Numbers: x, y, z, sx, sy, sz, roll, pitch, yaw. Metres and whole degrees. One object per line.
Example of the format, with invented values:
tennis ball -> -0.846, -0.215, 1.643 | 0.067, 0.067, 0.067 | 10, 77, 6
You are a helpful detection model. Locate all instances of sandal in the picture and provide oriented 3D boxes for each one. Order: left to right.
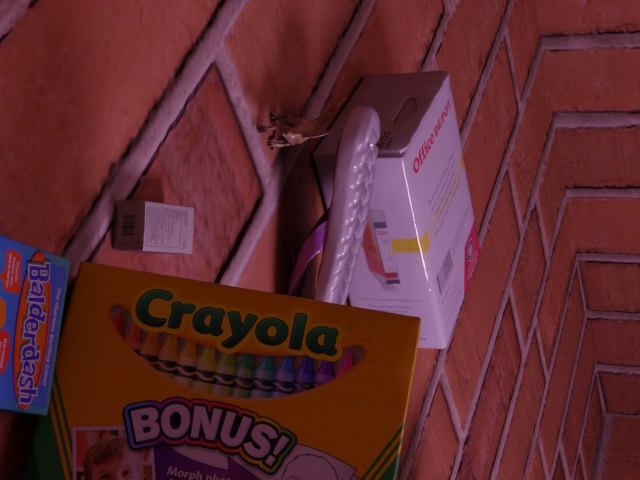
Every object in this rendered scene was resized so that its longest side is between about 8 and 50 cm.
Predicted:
sandal -> 0.003, -0.001, 1.814 | 0.169, 0.102, 0.416 | -22, 126, -77

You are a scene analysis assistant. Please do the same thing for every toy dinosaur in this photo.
toy dinosaur -> -0.028, -0.156, 1.735 | 0.183, 0.092, 0.053 | -43, 130, -59

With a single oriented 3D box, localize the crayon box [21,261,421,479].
crayon box -> -0.101, 0.208, 1.238 | 0.106, 0.362, 0.313 | 86, 14, -70

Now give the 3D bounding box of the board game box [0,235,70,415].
board game box -> -0.318, 0.073, 1.132 | 0.210, 0.047, 0.160 | 29, 65, -65

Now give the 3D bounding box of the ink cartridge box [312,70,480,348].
ink cartridge box -> 0.139, -0.054, 2.045 | 0.279, 0.160, 0.385 | -60, 144, -48

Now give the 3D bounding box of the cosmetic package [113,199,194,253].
cosmetic package -> -0.193, -0.015, 1.425 | 0.115, 0.041, 0.060 | 10, 82, -67
